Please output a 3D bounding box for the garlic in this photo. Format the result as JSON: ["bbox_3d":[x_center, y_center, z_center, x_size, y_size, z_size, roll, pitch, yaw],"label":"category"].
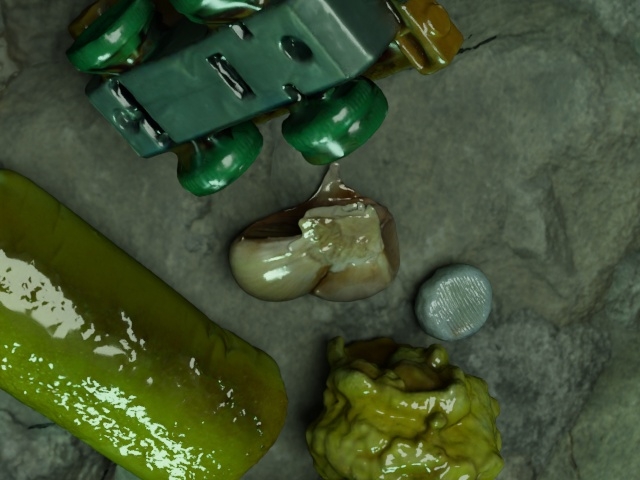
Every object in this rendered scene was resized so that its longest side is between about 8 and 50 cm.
[{"bbox_3d":[-0.003,0.004,1.510,0.174,0.099,0.124,-7,122,-16],"label":"garlic"}]

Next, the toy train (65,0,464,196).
[{"bbox_3d":[-0.040,-0.187,1.315,0.178,0.429,0.249,49,53,-21],"label":"toy train"}]

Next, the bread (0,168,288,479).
[{"bbox_3d":[-0.194,0.096,1.437,0.383,0.112,0.166,38,85,-23],"label":"bread"}]

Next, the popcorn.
[{"bbox_3d":[0.085,0.172,1.526,0.197,0.197,0.156,12,94,-23],"label":"popcorn"}]

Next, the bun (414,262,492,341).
[{"bbox_3d":[0.131,0.061,1.591,0.083,0.045,0.083,-4,100,-23],"label":"bun"}]
